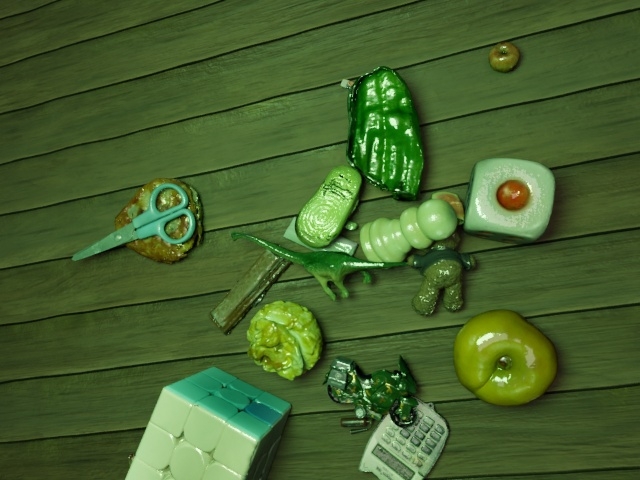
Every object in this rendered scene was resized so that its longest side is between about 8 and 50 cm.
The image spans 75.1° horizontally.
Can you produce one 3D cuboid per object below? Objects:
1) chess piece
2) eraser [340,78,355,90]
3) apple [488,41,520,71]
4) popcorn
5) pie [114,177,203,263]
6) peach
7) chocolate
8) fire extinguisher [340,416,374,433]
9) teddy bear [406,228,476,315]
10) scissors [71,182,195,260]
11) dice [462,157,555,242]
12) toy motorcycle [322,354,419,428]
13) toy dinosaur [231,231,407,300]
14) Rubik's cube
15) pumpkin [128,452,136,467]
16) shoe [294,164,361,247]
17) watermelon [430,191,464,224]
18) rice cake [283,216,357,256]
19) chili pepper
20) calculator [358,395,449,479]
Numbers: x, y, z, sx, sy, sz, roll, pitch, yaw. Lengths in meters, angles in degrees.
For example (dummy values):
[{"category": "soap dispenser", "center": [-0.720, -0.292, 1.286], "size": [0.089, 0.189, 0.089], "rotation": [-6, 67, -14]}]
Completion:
[{"category": "chess piece", "center": [0.244, -0.025, 1.103], "size": [0.251, 0.144, 0.144], "rotation": [-27, 77, 42]}, {"category": "eraser", "center": [0.112, -0.478, 1.301], "size": [0.099, 0.019, 0.027], "rotation": [24, 89, 15]}, {"category": "apple", "center": [0.526, -0.523, 1.192], "size": [0.084, 0.071, 0.084], "rotation": [-4, 76, 17]}, {"category": "popcorn", "center": [-0.097, 0.277, 1.185], "size": [0.221, 0.184, 0.204], "rotation": [37, 105, 0]}, {"category": "pie", "center": [-0.509, -0.069, 1.355], "size": [0.308, 0.085, 0.308], "rotation": [-1, 84, 11]}, {"category": "peach", "center": [0.470, 0.306, 1.078], "size": [0.251, 0.153, 0.251], "rotation": [2, 95, 24]}, {"category": "chocolate", "center": [-0.223, 0.149, 1.281], "size": [0.102, 0.065, 0.329], "rotation": [43, 95, 12]}, {"category": "fire extinguisher", "center": [0.109, 0.527, 1.184], "size": [0.100, 0.032, 0.046], "rotation": [-9, 71, 17]}, {"category": "teddy bear", "center": [0.333, 0.080, 1.135], "size": [0.182, 0.129, 0.251], "rotation": [0, 82, 0]}, {"category": "scissors", "center": [-0.604, -0.024, 1.313], "size": [0.447, 0.029, 0.192], "rotation": [-22, 86, 10]}, {"category": "dice", "center": [0.485, -0.100, 1.092], "size": [0.193, 0.192, 0.194], "rotation": [9, 84, 14]}, {"category": "toy motorcycle", "center": [0.145, 0.392, 1.147], "size": [0.274, 0.125, 0.187], "rotation": [13, 90, 15]}, {"category": "toy dinosaur", "center": [-0.009, 0.028, 1.145], "size": [0.447, 0.087, 0.301], "rotation": [-20, 113, 31]}, {"category": "Rubik's cube", "center": [-0.288, 0.558, 1.134], "size": [0.291, 0.290, 0.291], "rotation": [21, 88, 14]}, {"category": "pumpkin", "center": [-0.559, 0.717, 1.308], "size": [0.073, 0.035, 0.101], "rotation": [-7, 79, 0]}, {"category": "shoe", "center": [0.040, -0.090, 1.217], "size": [0.140, 0.128, 0.262], "rotation": [28, 88, 24]}, {"category": "watermelon", "center": [0.340, -0.079, 1.155], "size": [0.087, 0.163, 0.069], "rotation": [14, 122, 4]}, {"category": "rice cake", "center": [-0.001, 0.000, 1.262], "size": [0.221, 0.042, 0.080], "rotation": [25, 91, 14]}, {"category": "chili pepper", "center": [0.179, -0.290, 1.191], "size": [0.213, 0.167, 0.385], "rotation": [-10, 83, 15]}, {"category": "calculator", "center": [0.235, 0.561, 1.149], "size": [0.177, 0.040, 0.268], "rotation": [35, 91, 13]}]
